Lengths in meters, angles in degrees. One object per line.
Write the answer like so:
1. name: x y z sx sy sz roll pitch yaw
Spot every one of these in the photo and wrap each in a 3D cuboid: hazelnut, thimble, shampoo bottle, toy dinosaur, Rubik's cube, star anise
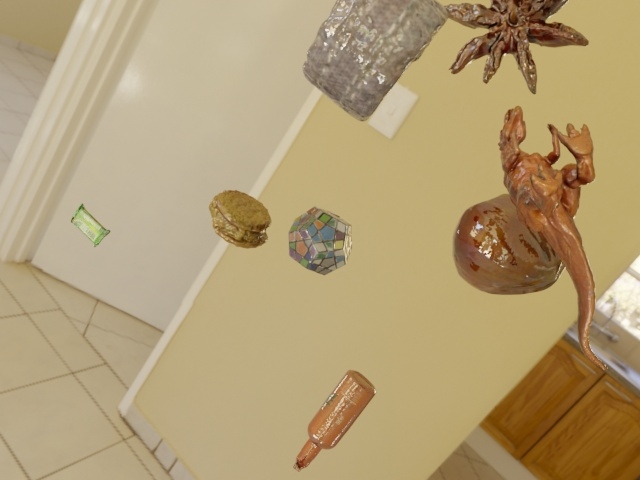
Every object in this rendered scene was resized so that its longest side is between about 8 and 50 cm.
1. hazelnut: 0.374 0.017 1.003 0.251 0.217 0.217 13 27 -46
2. thimble: 0.056 -0.211 0.544 0.097 0.150 0.150 38 16 -3
3. shampoo bottle: 0.025 0.407 1.125 0.085 0.244 0.085 36 3 -2
4. toy dinosaur: 0.326 -0.044 0.708 0.208 0.097 0.432 64 17 -65
5. Rubik's cube: 0.000 0.000 0.807 0.111 0.111 0.093 21 40 -39
6. star anise: 0.365 -0.410 0.962 0.288 0.288 0.088 41 15 20

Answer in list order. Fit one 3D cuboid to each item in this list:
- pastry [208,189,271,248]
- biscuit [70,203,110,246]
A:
1. pastry: -0.129 -0.035 0.813 0.109 0.057 0.097 25 26 -10
2. biscuit: -0.459 -0.029 0.998 0.089 0.046 0.016 41 7 10
